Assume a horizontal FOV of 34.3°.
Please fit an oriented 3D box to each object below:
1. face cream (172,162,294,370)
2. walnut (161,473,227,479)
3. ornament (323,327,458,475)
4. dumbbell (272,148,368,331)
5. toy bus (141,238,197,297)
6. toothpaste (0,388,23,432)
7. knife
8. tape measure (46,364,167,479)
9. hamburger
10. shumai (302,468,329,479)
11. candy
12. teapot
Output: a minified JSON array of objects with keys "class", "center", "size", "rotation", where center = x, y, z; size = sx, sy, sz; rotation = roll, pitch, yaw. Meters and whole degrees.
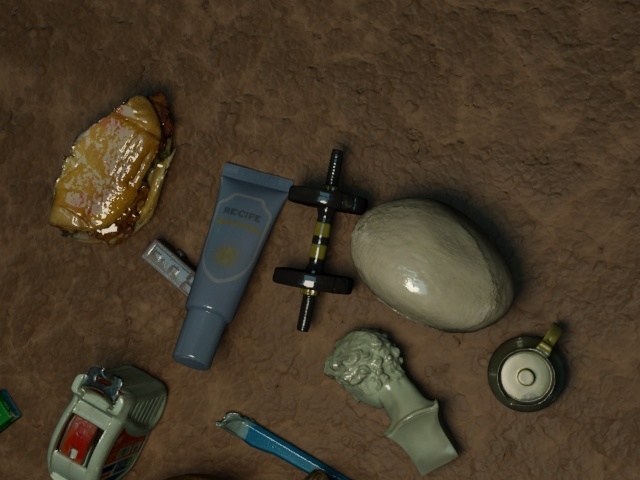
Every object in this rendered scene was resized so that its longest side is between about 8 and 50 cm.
[{"class":"face cream","center":[-0.167,0.042,1.845],"size":[0.135,0.086,0.385],"rotation":[15,68,8]},{"class":"walnut","center":[-0.224,0.580,1.743],"size":[0.354,0.308,0.398],"rotation":[48,133,6]},{"class":"ornament","center":[0.132,0.272,1.794],"size":[0.130,0.120,0.285],"rotation":[-45,81,5]},{"class":"dumbbell","center":[0.000,0.000,1.822],"size":[0.143,0.143,0.326],"rotation":[10,89,12]},{"class":"toy bus","center":[-0.250,0.066,1.911],"size":[0.172,0.072,0.057],"rotation":[40,91,10]},{"class":"toothpaste","center":[-0.701,0.391,2.003],"size":[0.266,0.050,0.065],"rotation":[-37,78,8]},{"class":"knife","center":[-0.057,0.388,1.878],"size":[0.296,0.026,0.044],"rotation":[28,96,9]},{"class":"tape measure","center":[-0.387,0.327,1.839],"size":[0.125,0.243,0.246],"rotation":[29,93,13]},{"class":"hamburger","center":[-0.378,-0.117,1.905],"size":[0.282,0.155,0.245],"rotation":[-20,87,7]},{"class":"shumai","center":[0.031,0.498,1.784],"size":[0.175,0.206,0.166],"rotation":[23,74,-9]},{"class":"candy","center":[0.188,0.036,1.715],"size":[0.295,0.295,0.185],"rotation":[28,109,12]},{"class":"teapot","center":[0.356,0.211,1.747],"size":[0.130,0.119,0.166],"rotation":[33,94,11]}]
